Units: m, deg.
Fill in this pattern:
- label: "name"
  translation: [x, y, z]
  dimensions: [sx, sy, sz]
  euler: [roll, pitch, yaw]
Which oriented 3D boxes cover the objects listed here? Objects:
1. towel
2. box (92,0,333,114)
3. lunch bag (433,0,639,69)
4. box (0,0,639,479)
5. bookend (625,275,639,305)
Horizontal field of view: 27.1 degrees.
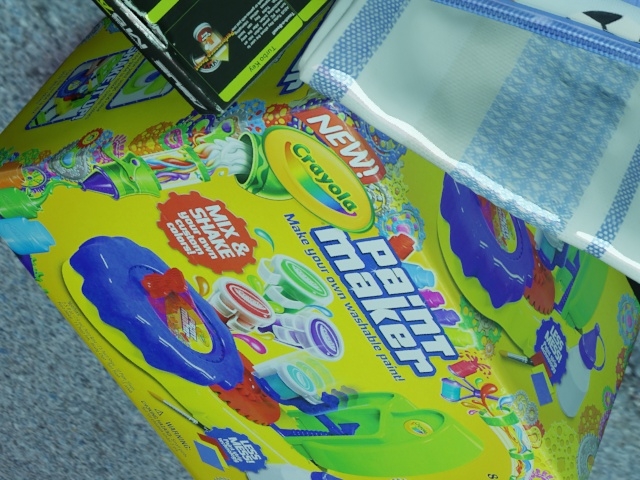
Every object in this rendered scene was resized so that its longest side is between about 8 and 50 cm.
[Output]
- label: "towel"
  translation: [0.151, -0.079, 0.587]
  dimensions: [0.285, 0.209, 0.034]
  euler: [31, 151, 0]
- label: "box"
  translation: [-0.048, -0.188, 0.620]
  dimensions: [0.184, 0.190, 0.045]
  euler: [46, 169, -20]
- label: "lunch bag"
  translation: [0.151, -0.147, 0.486]
  dimensions: [0.303, 0.243, 0.115]
  euler: [20, 140, 13]
- label: "box"
  translation: [0.000, 0.000, 0.796]
  dimensions: [0.279, 0.177, 0.290]
  euler: [-9, 127, 38]
- label: "bookend"
  translation: [0.210, -0.052, 0.669]
  dimensions: [0.072, 0.156, 0.157]
  euler: [-57, 47, 51]
